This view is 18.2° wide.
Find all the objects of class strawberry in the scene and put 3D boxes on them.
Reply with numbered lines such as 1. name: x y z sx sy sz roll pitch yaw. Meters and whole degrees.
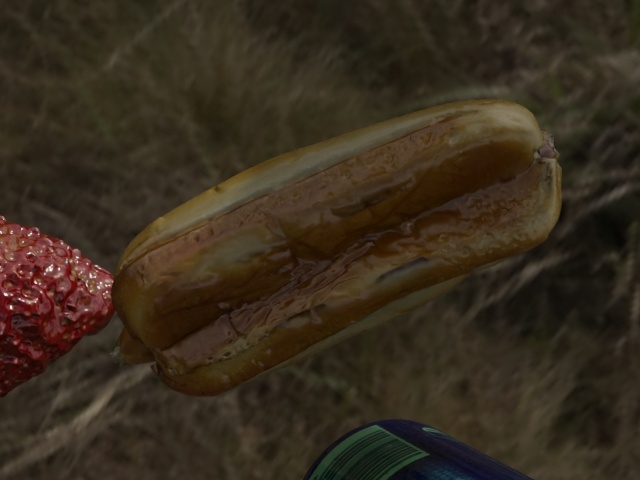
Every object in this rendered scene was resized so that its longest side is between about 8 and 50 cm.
1. strawberry: -0.199 0.044 1.145 0.148 0.131 0.131 21 51 -17

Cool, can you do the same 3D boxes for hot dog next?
1. hot dog: 0.000 0.000 0.983 0.102 0.249 0.076 59 13 -23

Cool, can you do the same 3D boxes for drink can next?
1. drink can: 0.070 0.165 0.999 0.118 0.205 0.118 -4 101 -23
